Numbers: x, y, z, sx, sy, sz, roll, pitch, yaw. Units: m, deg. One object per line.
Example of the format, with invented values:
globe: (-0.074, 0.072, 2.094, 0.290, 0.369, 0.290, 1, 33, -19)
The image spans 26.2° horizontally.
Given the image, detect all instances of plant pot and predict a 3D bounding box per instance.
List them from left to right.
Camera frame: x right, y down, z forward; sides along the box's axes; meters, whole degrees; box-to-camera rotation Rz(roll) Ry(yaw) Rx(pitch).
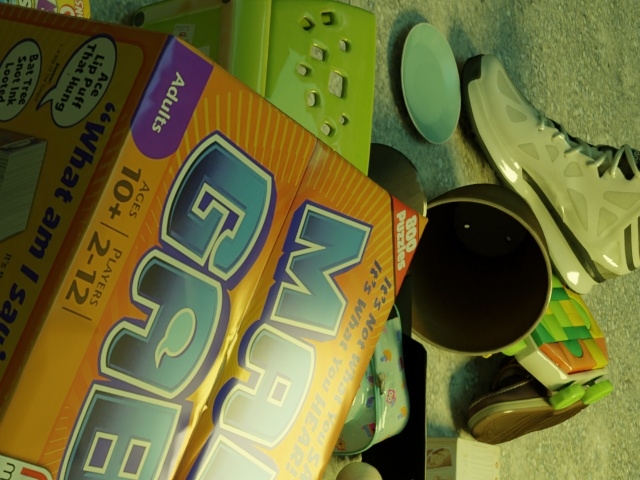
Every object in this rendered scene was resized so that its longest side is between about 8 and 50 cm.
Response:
plant pot: (-0.089, -0.163, 1.532, 0.207, 0.228, 0.227, 17, 73, -49)
plant pot: (0.234, 0.009, 2.028, 0.254, 0.237, 0.237, -55, 132, -65)

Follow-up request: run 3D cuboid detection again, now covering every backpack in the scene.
backpack: (0.020, 0.172, 1.695, 0.144, 0.166, 0.188, -27, 107, -54)

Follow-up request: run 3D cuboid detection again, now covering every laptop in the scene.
laptop: (0.125, 0.198, 1.826, 0.264, 0.136, 0.234, -30, 124, -60)

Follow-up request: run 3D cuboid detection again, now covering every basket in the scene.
basket: (0.000, 0.000, 1.689, 0.154, 0.204, 0.227, 45, 41, 10)

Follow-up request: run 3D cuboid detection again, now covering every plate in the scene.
plate: (0.163, -0.239, 2.106, 0.188, 0.024, 0.188, 13, 74, -55)

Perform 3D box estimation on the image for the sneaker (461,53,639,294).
sneaker: (0.427, -0.146, 2.224, 0.447, 0.257, 0.169, 57, 28, -14)

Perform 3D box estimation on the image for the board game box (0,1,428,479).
board game box: (-0.200, 0.044, 1.113, 0.356, 0.356, 0.356, 32, 78, -50)

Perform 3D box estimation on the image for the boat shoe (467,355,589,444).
boat shoe: (0.325, 0.243, 2.230, 0.342, 0.123, 0.123, -3, 58, -52)

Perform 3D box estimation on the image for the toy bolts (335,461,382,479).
toy bolts: (0.018, 0.345, 1.624, 0.228, 0.218, 0.158, 18, 93, -62)

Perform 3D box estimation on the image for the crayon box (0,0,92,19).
crayon box: (-0.303, -0.203, 1.326, 0.165, 0.081, 0.278, -14, 98, -57)

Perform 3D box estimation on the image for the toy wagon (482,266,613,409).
toy wagon: (0.344, 0.138, 2.184, 0.344, 0.068, 0.267, 3, 55, -57)

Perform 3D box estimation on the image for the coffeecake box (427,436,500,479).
coffeecake box: (0.206, 0.391, 2.041, 0.142, 0.068, 0.185, 22, 67, -54)
